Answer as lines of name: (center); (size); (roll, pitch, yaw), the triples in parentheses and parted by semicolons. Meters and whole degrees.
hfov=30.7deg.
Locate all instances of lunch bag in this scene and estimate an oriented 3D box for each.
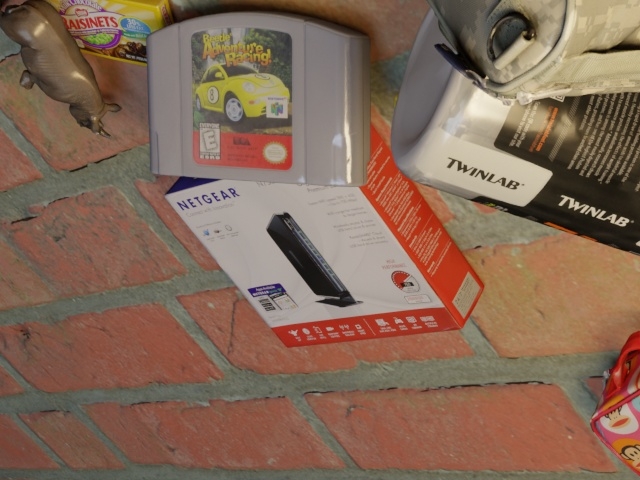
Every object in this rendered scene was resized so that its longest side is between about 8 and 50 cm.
lunch bag: (0.457, 0.196, 1.364); (0.258, 0.120, 0.293); (38, 145, -3)
lunch bag: (0.219, -0.225, 0.844); (0.212, 0.305, 0.256); (-54, 47, 53)

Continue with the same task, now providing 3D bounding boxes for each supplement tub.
supplement tub: (0.251, -0.106, 1.047); (0.337, 0.207, 0.207); (18, 147, -12)

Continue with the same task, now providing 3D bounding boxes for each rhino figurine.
rhino figurine: (-0.341, -0.219, 1.529); (0.106, 0.073, 0.243); (9, 143, 38)

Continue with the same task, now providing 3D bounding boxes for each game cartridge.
game cartridge: (-0.080, -0.167, 1.353); (0.294, 0.060, 0.196); (5, 98, 30)

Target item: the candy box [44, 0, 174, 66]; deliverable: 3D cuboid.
candy box: (-0.271, -0.277, 1.484); (0.205, 0.027, 0.105); (15, 139, 26)

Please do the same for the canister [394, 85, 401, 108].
canister: (0.166, -0.171, 1.213); (0.126, 0.073, 0.170); (34, 143, -1)

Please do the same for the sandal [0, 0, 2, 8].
sandal: (-0.545, -0.332, 1.591); (0.302, 0.086, 0.120); (1, 133, 38)

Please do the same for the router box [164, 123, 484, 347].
router box: (0.000, 0.000, 1.539); (0.335, 0.082, 0.301); (-12, 124, 46)
